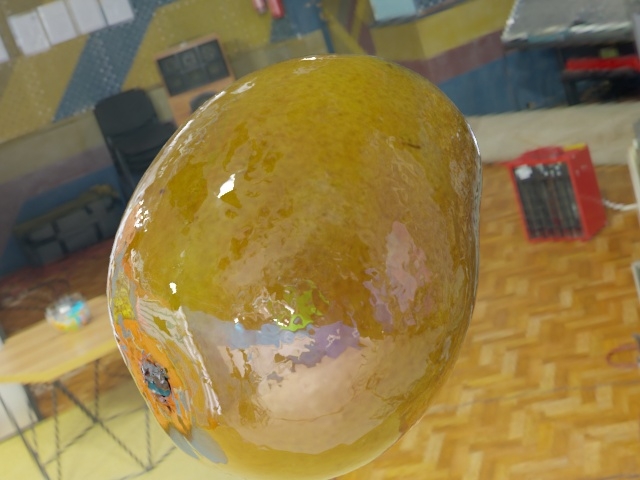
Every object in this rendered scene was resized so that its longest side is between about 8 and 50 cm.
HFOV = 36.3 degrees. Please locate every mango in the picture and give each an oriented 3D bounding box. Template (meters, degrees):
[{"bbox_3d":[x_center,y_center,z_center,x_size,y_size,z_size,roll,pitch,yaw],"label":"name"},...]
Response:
[{"bbox_3d":[0.000,0.000,0.725,0.221,0.264,0.378,-40,12,50],"label":"mango"}]
